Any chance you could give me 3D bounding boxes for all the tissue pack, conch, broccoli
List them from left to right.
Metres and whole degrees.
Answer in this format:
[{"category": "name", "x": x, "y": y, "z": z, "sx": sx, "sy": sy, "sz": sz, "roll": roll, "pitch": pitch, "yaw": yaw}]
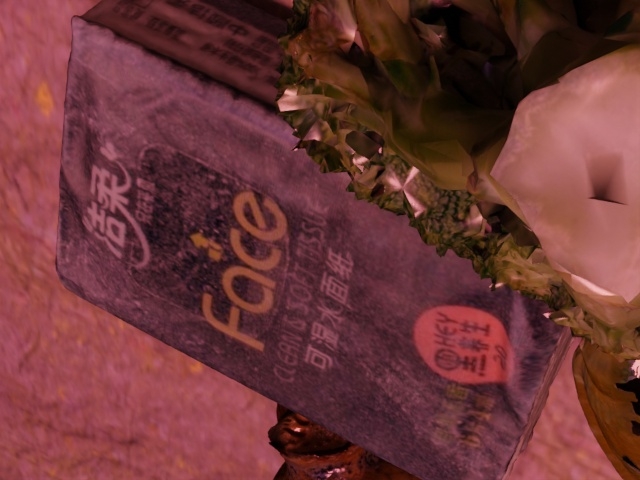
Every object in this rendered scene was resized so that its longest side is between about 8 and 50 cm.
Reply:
[{"category": "tissue pack", "x": 0.000, "y": 0.000, "z": 0.862, "sx": 0.315, "sy": 0.103, "sz": 0.228, "roll": 27, "pitch": 136, "yaw": 14}, {"category": "conch", "x": 0.185, "y": 0.083, "z": 0.829, "sx": 0.095, "sy": 0.079, "sz": 0.201, "roll": 40, "pitch": 152, "yaw": 29}, {"category": "broccoli", "x": 0.131, "y": -0.079, "z": 0.586, "sx": 0.307, "sy": 0.275, "sz": 0.308, "roll": 4, "pitch": 107, "yaw": 12}]

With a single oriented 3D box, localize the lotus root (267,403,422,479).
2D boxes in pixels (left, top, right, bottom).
[{"category": "lotus root", "x": 0.031, "y": 0.202, "z": 0.996, "sx": 0.154, "sy": 0.154, "sz": 0.278, "roll": 2, "pitch": 122, "yaw": 36}]
